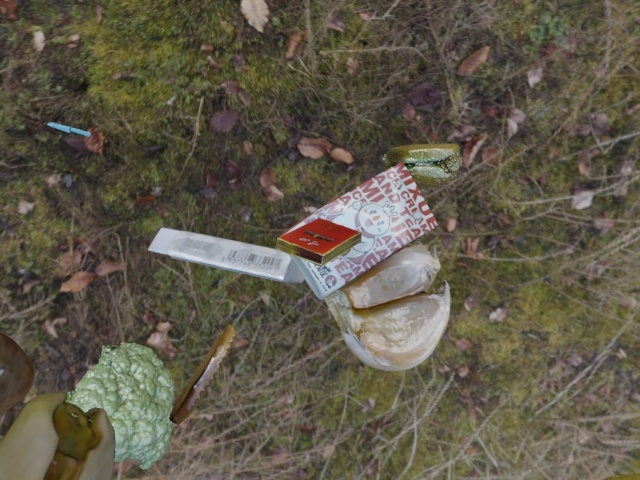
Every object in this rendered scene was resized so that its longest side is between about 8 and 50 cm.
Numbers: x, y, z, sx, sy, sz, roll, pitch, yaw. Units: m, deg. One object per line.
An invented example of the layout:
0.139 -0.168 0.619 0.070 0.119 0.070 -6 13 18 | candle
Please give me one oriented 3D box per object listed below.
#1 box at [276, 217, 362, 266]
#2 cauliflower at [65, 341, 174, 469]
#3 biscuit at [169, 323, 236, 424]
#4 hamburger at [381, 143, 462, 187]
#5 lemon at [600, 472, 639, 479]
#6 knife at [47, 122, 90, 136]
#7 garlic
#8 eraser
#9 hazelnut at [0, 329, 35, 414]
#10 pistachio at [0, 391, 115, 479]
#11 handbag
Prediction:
0.000 0.000 0.860 0.090 0.133 0.023 19 117 28 | box
-0.437 0.347 1.071 0.250 0.272 0.275 -20 137 9 | cauliflower
-0.224 0.260 0.967 0.031 0.176 0.228 32 139 -7 | biscuit
0.279 -0.201 1.381 0.189 0.215 0.122 -3 98 -23 | hamburger
0.195 0.214 0.262 0.206 0.173 0.174 -2 117 -2 | lemon
-0.575 -0.253 1.171 0.091 0.005 0.014 14 94 -25 | knife
0.172 0.158 1.271 0.312 0.286 0.250 -21 124 -19 | garlic
-0.243 0.041 1.410 0.396 0.213 0.082 11 86 15 | eraser
-0.923 0.330 1.271 0.365 0.366 0.366 -5 117 -9 | hazelnut
-0.390 0.352 0.697 0.197 0.288 0.166 -38 114 26 | pistachio
0.082 -0.024 1.065 0.298 0.151 0.171 -35 85 10 | handbag
